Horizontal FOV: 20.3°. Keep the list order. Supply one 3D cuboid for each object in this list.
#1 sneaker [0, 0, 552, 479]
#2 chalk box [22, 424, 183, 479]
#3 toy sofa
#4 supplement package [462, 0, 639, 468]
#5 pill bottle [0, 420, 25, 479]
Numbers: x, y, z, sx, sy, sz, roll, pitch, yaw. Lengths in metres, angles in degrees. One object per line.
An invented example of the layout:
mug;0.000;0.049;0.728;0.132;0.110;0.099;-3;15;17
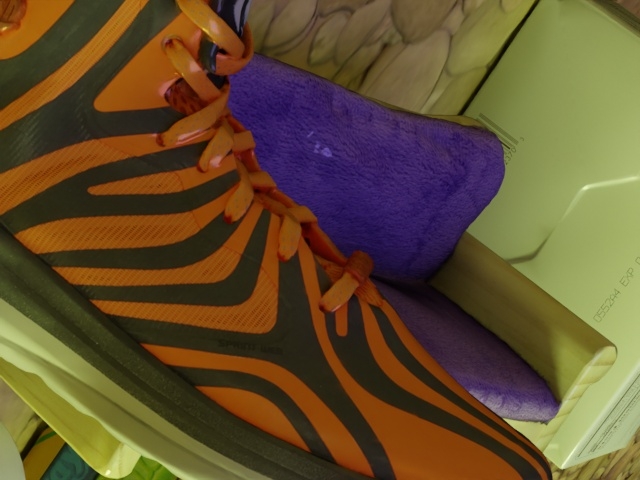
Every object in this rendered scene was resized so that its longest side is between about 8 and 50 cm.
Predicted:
sneaker;-0.033;-0.022;0.635;0.180;0.321;0.124;-61;-178;6
chalk box;-0.092;0.206;1.080;0.289;0.179;0.180;-55;158;14
toy sofa;0.005;0.017;0.888;0.362;0.150;0.177;17;109;-54
supplement package;0.187;-0.012;1.241;0.262;0.204;0.145;-56;158;15
pill bottle;-0.216;0.107;0.741;0.119;0.119;0.208;-53;159;8
